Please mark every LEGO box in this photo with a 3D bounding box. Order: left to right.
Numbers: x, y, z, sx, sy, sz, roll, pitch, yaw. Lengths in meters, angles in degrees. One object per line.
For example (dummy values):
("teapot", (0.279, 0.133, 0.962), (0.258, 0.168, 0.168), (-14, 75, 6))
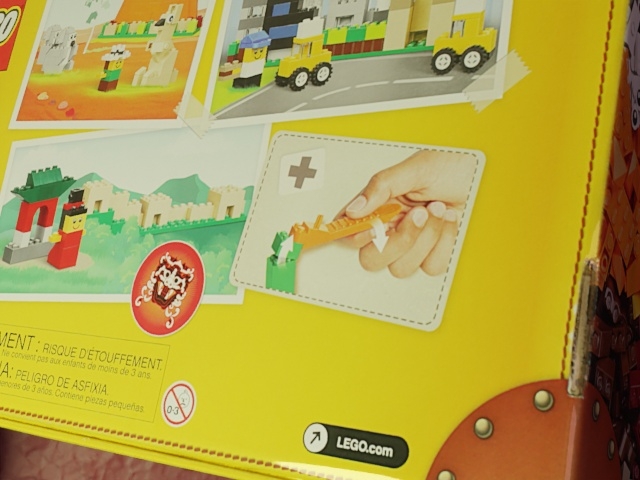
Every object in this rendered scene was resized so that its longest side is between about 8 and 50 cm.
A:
("LEGO box", (-0.028, -0.046, 0.586), (0.500, 0.193, 0.373), (2, 75, 35))
